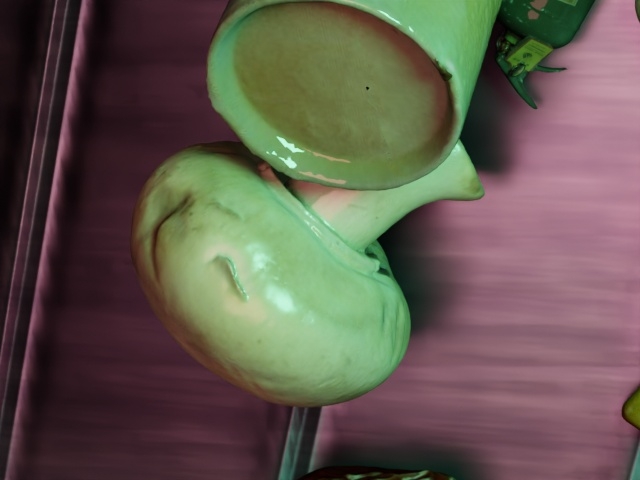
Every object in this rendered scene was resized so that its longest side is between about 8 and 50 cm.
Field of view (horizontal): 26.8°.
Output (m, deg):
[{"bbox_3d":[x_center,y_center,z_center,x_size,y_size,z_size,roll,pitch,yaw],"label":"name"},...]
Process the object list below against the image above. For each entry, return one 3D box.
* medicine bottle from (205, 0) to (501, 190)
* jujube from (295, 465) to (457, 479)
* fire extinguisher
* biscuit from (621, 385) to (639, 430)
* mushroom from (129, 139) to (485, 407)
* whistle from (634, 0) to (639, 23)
[{"bbox_3d":[0.062,-0.268,1.277,0.236,0.406,0.235,12,141,10],"label":"medicine bottle"},{"bbox_3d":[0.026,0.342,1.460,0.290,0.197,0.197,-19,92,11],"label":"jujube"},{"bbox_3d":[0.253,-0.286,1.332,0.114,0.095,0.311,25,107,-19],"label":"fire extinguisher"},{"bbox_3d":[0.421,0.160,1.378,0.174,0.039,0.183,39,109,7],"label":"biscuit"},{"bbox_3d":[-0.018,0.024,1.382,0.356,0.315,0.315,-12,97,-25],"label":"mushroom"},{"bbox_3d":[0.366,-0.286,1.293,0.092,0.110,0.244,12,105,-18],"label":"whistle"}]
